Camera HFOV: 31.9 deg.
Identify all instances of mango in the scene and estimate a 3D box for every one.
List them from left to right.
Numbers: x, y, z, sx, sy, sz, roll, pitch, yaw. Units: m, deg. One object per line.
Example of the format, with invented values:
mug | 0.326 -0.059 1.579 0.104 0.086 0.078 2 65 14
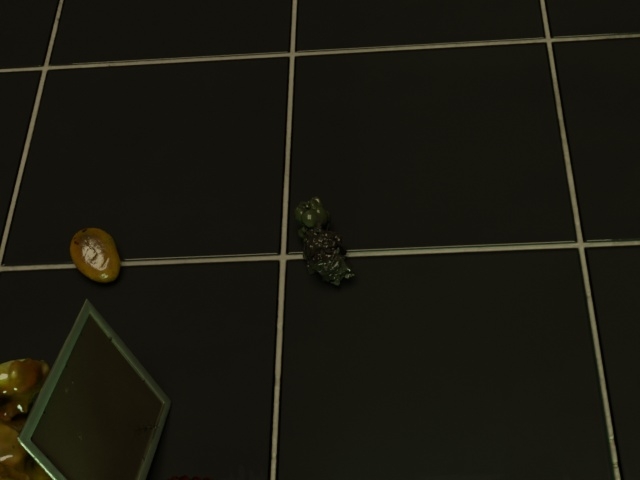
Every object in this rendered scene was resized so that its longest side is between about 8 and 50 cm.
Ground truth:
mango | -0.382 0.026 1.913 0.079 0.057 0.114 -29 63 -21

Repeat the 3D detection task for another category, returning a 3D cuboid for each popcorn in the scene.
popcorn | -0.466 0.344 1.555 0.290 0.321 0.326 -21 18 -2

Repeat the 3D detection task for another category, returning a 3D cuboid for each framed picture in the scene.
framed picture | -0.313 0.255 1.585 0.019 0.232 0.296 -22 28 22

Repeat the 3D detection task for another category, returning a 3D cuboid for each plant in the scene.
plant | 0.000 0.000 1.879 0.085 0.087 0.174 1 51 -32

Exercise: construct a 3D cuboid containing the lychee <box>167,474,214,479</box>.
lychee | -0.163 0.426 1.472 0.271 0.271 0.271 -3 52 4
